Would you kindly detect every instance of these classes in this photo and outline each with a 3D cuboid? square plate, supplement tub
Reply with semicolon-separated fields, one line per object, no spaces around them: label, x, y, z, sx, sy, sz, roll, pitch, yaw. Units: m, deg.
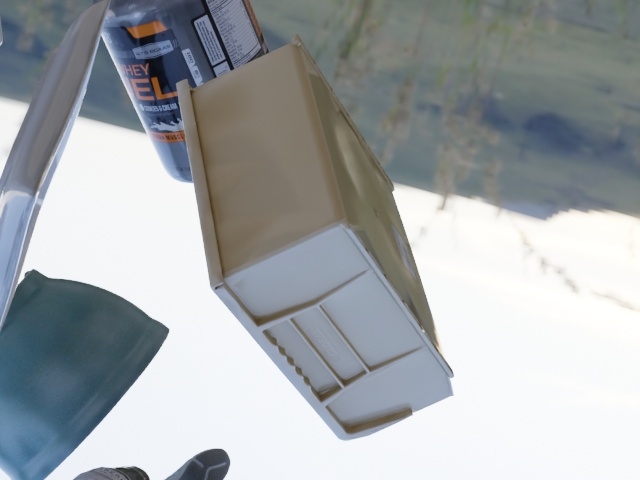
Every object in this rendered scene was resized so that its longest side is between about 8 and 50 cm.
square plate;-0.323;-0.048;1.634;0.049;0.347;0.344;19;-138;-10
supplement tub;-0.169;-0.248;1.931;0.194;0.316;0.193;-18;-154;9

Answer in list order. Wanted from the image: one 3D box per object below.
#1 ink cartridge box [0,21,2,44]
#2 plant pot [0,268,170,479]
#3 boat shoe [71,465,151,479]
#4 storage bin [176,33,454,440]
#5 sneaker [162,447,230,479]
ink cartridge box;-0.553;-0.343;1.610;0.166;0.285;0.395;-6;-179;34
plant pot;-0.370;0.162;1.999;0.196;0.293;0.293;43;-175;-8
boat shoe;-0.278;0.392;1.646;0.121;0.335;0.119;39;-165;19
storage bin;0.000;0.000;1.334;0.260;0.123;0.262;55;-166;-43
sneaker;-0.189;0.328;2.019;0.152;0.053;0.061;-36;-166;-24
